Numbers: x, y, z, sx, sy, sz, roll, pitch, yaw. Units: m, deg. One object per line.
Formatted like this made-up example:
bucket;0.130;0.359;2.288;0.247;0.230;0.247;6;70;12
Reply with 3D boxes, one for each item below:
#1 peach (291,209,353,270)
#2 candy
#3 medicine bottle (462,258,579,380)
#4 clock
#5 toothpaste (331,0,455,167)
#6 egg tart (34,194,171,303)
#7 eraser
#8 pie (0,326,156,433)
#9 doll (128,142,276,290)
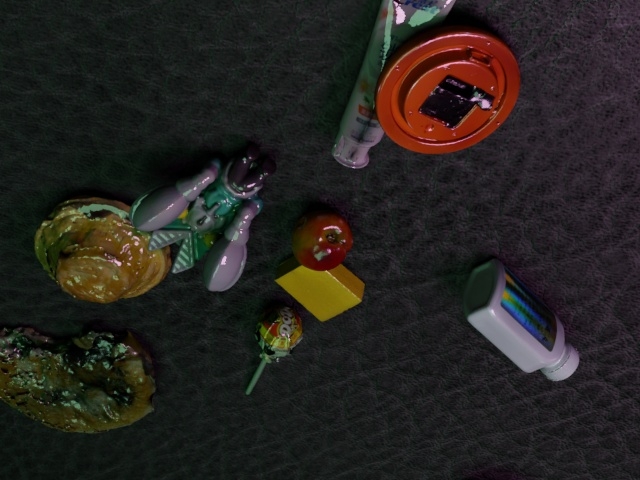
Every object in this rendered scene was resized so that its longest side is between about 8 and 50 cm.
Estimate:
peach;0.000;-0.001;1.860;0.101;0.100;0.100;7;136;7
candy;-0.100;0.215;2.117;0.083;0.091;0.305;18;143;-6
medicine bottle;0.329;0.140;1.893;0.083;0.121;0.229;-30;121;35
clock;0.174;-0.202;1.601;0.205;0.051;0.205;-7;133;-7
toothpaste;0.093;-0.237;1.623;0.100;0.066;0.323;16;131;-9
egg tart;-0.373;0.030;1.978;0.241;0.106;0.241;4;134;4
eraser;-0.002;0.071;1.962;0.097;0.045;0.122;-29;121;36
pie;-0.484;0.269;2.263;0.371;0.078;0.296;-4;135;16
doll;-0.192;-0.046;1.829;0.195;0.153;0.258;22;119;10
